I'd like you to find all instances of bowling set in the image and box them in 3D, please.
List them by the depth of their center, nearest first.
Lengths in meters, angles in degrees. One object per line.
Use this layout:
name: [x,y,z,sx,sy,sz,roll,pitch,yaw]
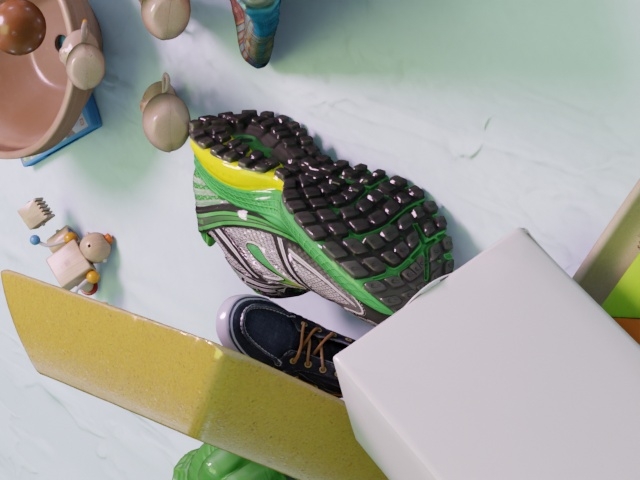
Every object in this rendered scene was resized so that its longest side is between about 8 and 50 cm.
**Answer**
bowling set: [-0.220,-0.233,1.537,0.154,0.199,0.287,-123,38,-72]

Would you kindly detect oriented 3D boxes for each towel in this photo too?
towel: [-0.083,-0.295,1.338,0.370,0.040,0.272,161,95,-86]

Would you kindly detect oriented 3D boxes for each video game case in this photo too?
video game case: [-0.317,-0.163,1.814,0.166,0.015,0.119,-21,86,48]

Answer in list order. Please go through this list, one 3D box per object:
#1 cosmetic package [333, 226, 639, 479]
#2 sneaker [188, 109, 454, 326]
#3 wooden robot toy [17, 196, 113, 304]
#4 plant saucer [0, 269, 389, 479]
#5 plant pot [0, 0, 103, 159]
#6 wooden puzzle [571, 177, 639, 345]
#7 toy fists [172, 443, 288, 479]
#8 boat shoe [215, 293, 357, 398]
cosmetic package: [0.195,0.189,1.180,0.365,0.197,0.155,49,165,33]
sneaker: [0.000,0.000,1.451,0.343,0.134,0.146,37,134,46]
wooden robot toy: [-0.270,0.013,1.799,0.079,0.076,0.173,-37,70,10]
plant saucer: [-0.097,0.145,1.438,0.332,0.332,0.081,15,80,44]
plant pot: [-0.315,-0.212,1.704,0.237,0.109,0.237,9,105,35]
wooden puzzle: [0.303,0.059,1.180,0.239,0.044,0.221,49,133,25]
toy fists: [-0.070,0.339,1.639,0.142,0.096,0.279,-14,90,48]
boat shoe: [-0.011,0.099,1.458,0.083,0.183,0.065,0,67,42]
